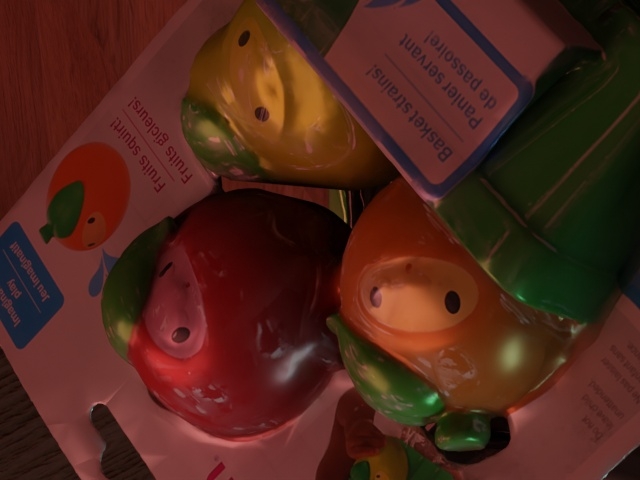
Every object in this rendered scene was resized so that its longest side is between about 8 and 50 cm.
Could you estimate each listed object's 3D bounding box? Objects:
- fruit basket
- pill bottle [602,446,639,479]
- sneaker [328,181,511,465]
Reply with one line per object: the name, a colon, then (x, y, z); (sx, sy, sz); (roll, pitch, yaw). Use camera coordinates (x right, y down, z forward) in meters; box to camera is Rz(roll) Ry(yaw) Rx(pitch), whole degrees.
fruit basket: (0.000, 0.000, 0.674); (0.327, 0.353, 0.165); (53, -167, 29)
pill bottle: (0.153, 0.135, 0.750); (0.108, 0.108, 0.180); (48, 153, 36)
sneaker: (0.107, 0.049, 0.846); (0.202, 0.185, 0.483); (21, 126, 55)
